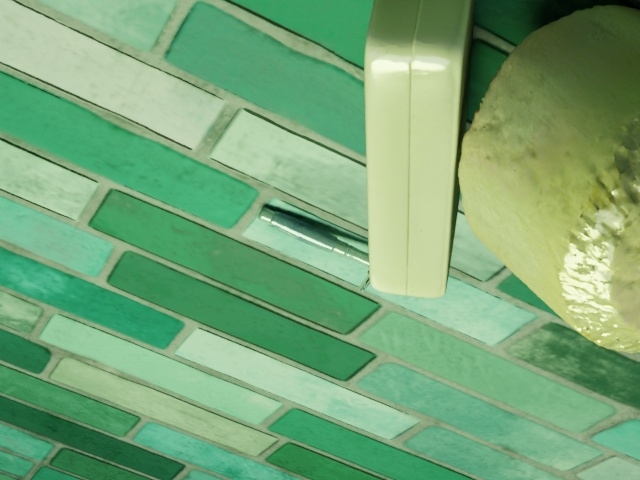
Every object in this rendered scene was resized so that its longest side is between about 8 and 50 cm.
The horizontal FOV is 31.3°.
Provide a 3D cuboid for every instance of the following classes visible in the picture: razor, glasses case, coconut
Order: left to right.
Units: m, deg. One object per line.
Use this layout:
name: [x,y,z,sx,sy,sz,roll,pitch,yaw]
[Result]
razor: [0.000,0.000,1.158,0.135,0.040,0.068,23,144,-6]
glasses case: [0.080,-0.087,0.923,0.070,0.131,0.313,7,145,8]
coconut: [0.227,-0.052,0.848,0.239,0.244,0.239,-9,119,-16]
